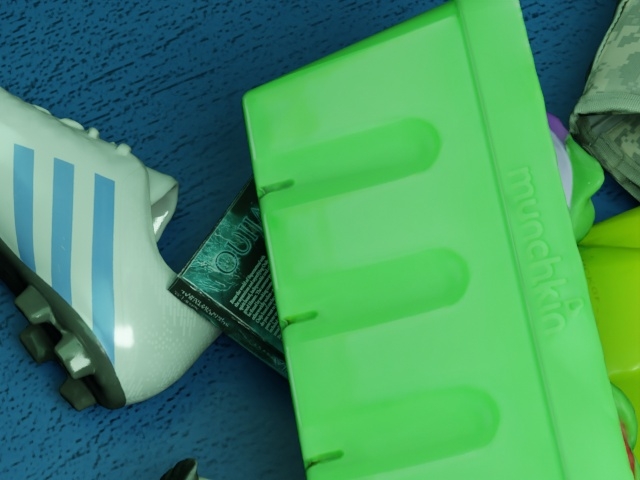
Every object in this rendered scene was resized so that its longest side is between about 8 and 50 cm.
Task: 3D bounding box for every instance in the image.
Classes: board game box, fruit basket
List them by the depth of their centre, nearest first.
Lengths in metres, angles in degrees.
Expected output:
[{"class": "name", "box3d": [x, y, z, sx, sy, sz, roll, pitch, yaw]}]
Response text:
[{"class": "fruit basket", "box3d": [0.158, 0.052, 1.142, 0.392, 0.283, 0.392, -1, 67, 2]}, {"class": "board game box", "box3d": [0.000, 0.000, 1.274, 0.126, 0.026, 0.186, 37, 57, -3]}]

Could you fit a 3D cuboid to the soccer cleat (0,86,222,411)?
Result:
[{"class": "soccer cleat", "box3d": [-0.185, -0.035, 1.309, 0.143, 0.116, 0.331, -33, 73, -21]}]

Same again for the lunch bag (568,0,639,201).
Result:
[{"class": "lunch bag", "box3d": [0.325, -0.111, 1.271, 0.287, 0.169, 0.235, 25, 70, 9]}]

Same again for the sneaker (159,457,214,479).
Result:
[{"class": "sneaker", "box3d": [-0.060, 0.338, 1.118, 0.182, 0.158, 0.410, 17, 72, -8]}]
